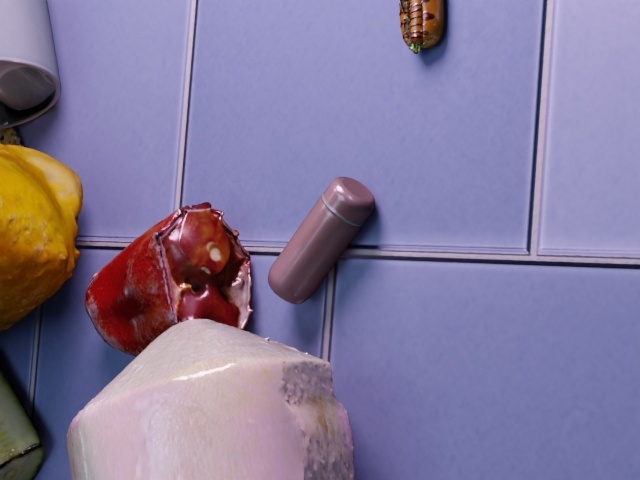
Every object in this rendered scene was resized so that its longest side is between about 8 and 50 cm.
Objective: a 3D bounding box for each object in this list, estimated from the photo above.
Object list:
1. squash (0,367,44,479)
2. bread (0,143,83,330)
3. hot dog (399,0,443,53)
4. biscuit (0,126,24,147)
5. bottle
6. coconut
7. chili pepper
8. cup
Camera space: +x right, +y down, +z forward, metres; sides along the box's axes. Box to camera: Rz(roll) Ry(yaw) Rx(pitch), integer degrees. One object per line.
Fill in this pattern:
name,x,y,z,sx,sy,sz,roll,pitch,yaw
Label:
squash,-0.469,0.231,1.864,0.252,0.169,0.093,50,161,34
bread,-0.485,-0.003,1.711,0.394,0.361,0.250,-16,62,39
hot dog,0.097,-0.246,1.442,0.049,0.037,0.122,-9,80,39
biscuit,-0.415,-0.065,1.913,0.139,0.016,0.231,-49,56,28
bottle,0.000,0.000,1.491,0.140,0.053,0.053,-54,53,25
coconut,-0.099,0.230,1.413,0.297,0.297,0.310,-23,67,39
chili pepper,-0.183,0.068,1.633,0.144,0.136,0.252,46,141,-14
cup,-0.448,-0.314,1.851,0.205,0.205,0.312,-26,66,38
